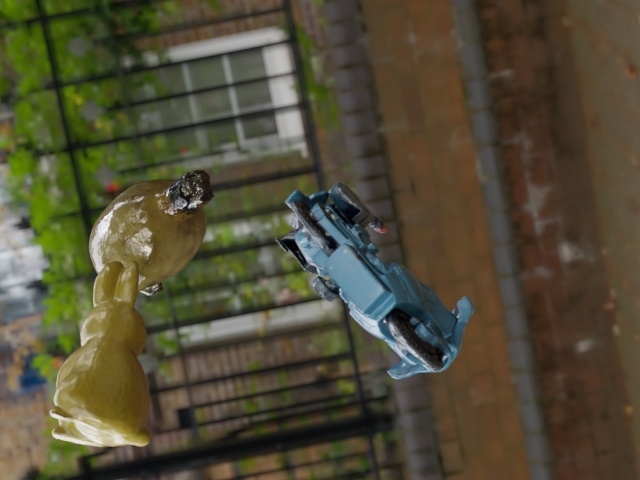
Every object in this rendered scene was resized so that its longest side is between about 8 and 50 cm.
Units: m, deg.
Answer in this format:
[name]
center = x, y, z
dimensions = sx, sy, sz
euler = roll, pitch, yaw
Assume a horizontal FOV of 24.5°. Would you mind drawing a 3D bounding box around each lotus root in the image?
[lotus root]
center = -0.278, -0.024, 2.497
dimensions = 0.310, 0.183, 0.182
euler = -42, 52, 49

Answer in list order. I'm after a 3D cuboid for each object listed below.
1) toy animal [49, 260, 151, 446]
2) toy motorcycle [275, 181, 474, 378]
[toy animal]
center = -0.170, 0.091, 1.224
dimensions = 0.070, 0.083, 0.159
euler = 103, 175, -58
[toy motorcycle]
center = 0.067, 0.051, 1.645
dimensions = 0.272, 0.123, 0.182
euler = 50, -169, 26
